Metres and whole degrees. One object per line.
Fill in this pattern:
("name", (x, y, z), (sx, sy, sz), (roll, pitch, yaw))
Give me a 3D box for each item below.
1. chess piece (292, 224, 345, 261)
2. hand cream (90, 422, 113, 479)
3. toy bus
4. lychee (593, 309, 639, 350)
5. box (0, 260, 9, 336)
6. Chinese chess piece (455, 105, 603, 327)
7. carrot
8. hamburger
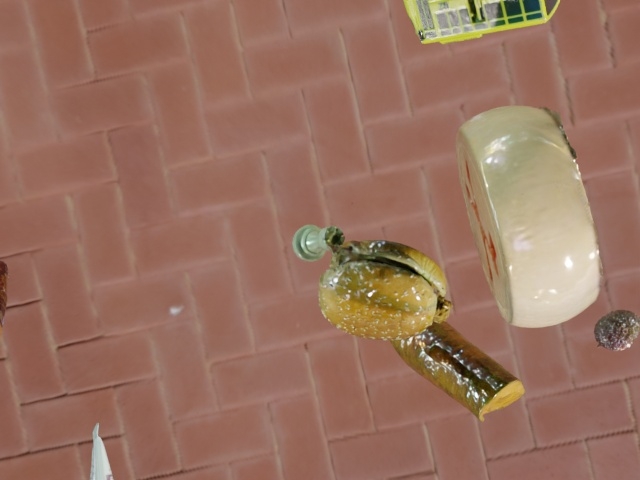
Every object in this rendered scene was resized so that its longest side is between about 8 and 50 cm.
("chess piece", (0.000, 0.000, 1.470), (0.067, 0.103, 0.067), (4, 81, -28))
("hand cream", (-0.290, 0.419, 1.122), (0.058, 0.085, 0.331), (-8, 70, -19))
("toy bus", (0.288, -0.448, 1.505), (0.262, 0.128, 0.150), (-3, 122, 33))
("lychee", (0.480, 0.148, 1.344), (0.068, 0.067, 0.083), (33, 107, -26))
("box", (-0.442, 0.140, 0.767), (0.264, 0.415, 0.116), (13, 115, -24))
("Chinese chess piece", (0.308, -0.037, 1.254), (0.140, 0.338, 0.338), (-14, 92, 5))
("carrot", (0.238, 0.221, 1.523), (0.114, 0.302, 0.114), (-17, 123, -27))
("hamburger", (0.108, 0.088, 1.364), (0.215, 0.189, 0.122), (8, 53, 14))
